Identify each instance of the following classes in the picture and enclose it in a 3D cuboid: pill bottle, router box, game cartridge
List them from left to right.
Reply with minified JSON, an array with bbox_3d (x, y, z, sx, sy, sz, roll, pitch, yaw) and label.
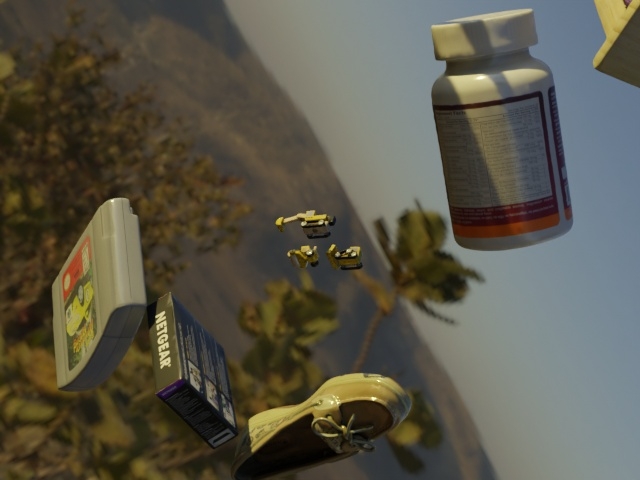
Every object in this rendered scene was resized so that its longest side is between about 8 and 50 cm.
[{"bbox_3d":[-0.320,0.094,1.974,0.294,0.060,0.196,-49,-133,50],"label":"game cartridge"},{"bbox_3d":[-0.172,0.172,1.849,0.133,0.046,0.179,51,14,-35],"label":"router box"},{"bbox_3d":[0.174,-0.109,1.359,0.121,0.121,0.221,-112,-168,-79],"label":"pill bottle"}]

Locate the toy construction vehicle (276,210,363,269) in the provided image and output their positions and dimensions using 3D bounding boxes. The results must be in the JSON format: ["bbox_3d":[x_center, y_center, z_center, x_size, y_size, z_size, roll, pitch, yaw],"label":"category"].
[{"bbox_3d":[0.000,0.000,1.772,0.086,0.098,0.035,61,37,-36],"label":"toy construction vehicle"}]

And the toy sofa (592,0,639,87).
[{"bbox_3d":[0.345,-0.306,1.384,0.150,0.177,0.362,19,37,-18],"label":"toy sofa"}]

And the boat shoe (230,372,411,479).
[{"bbox_3d":[-0.001,0.260,1.844,0.104,0.285,0.089,49,39,-16],"label":"boat shoe"}]
